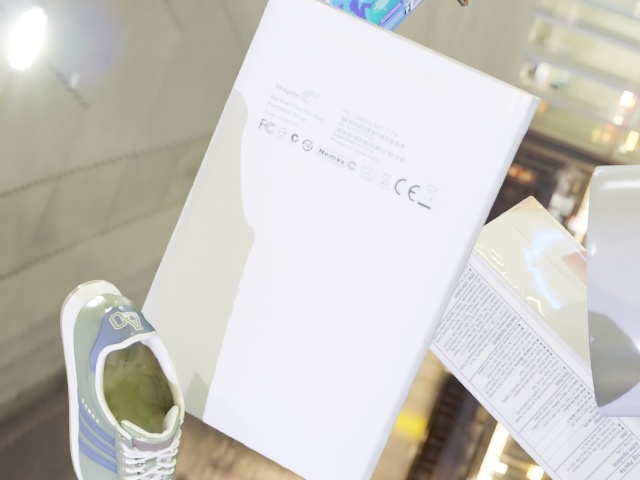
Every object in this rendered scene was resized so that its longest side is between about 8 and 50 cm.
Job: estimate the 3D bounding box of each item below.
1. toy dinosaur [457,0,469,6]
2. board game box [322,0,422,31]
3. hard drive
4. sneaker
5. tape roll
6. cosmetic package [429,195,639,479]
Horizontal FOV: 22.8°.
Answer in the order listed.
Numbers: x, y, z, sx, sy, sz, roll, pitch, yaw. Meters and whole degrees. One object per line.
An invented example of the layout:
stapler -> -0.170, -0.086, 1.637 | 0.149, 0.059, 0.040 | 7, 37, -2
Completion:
toy dinosaur -> 0.170, -0.351, 1.273 | 0.296, 0.127, 0.200 | -56, -168, -13
board game box -> 0.041, -0.274, 1.487 | 0.160, 0.047, 0.210 | -46, 151, -29
hard drive -> 0.000, 0.000, 1.125 | 0.307, 0.203, 0.040 | -67, 162, 11
sneaker -> -0.125, 0.127, 1.060 | 0.064, 0.086, 0.192 | -18, 113, -26
tape roll -> 0.277, 0.043, 1.376 | 0.219, 0.072, 0.219 | -2, 90, -75
cosmetic package -> 0.246, 0.121, 1.582 | 0.129, 0.296, 0.153 | -30, 162, -41
